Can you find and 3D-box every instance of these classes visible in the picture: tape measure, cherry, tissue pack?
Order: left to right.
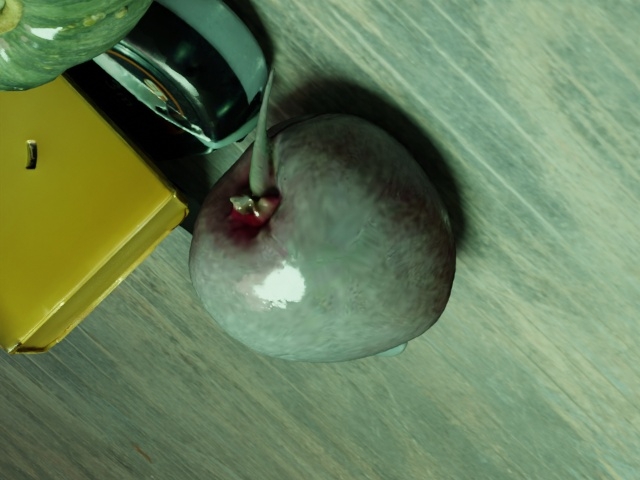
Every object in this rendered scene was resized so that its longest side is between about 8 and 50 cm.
[{"bbox_3d":[-0.270,-0.067,1.557,0.274,0.194,0.145,46,-178,5],"label":"tissue pack"},{"bbox_3d":[-0.129,-0.153,1.536,0.181,0.107,0.182,4,142,53],"label":"tape measure"},{"bbox_3d":[0.000,0.000,1.534,0.213,0.183,0.266,-40,118,20],"label":"cherry"}]

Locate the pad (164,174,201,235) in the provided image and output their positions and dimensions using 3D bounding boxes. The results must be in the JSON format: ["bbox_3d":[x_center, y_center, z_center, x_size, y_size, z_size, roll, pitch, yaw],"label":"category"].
[{"bbox_3d":[-0.237,-0.131,1.791,0.375,0.063,0.315,36,170,7],"label":"pad"}]

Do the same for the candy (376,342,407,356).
[{"bbox_3d":[0.015,0.037,1.722,0.138,0.071,0.174,25,152,21],"label":"candy"}]

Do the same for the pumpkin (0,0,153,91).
[{"bbox_3d":[-0.234,-0.261,1.302,0.292,0.257,0.328,29,150,-16],"label":"pumpkin"}]
